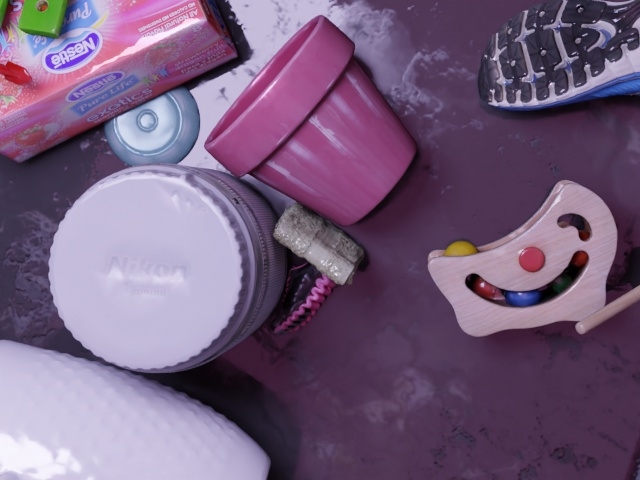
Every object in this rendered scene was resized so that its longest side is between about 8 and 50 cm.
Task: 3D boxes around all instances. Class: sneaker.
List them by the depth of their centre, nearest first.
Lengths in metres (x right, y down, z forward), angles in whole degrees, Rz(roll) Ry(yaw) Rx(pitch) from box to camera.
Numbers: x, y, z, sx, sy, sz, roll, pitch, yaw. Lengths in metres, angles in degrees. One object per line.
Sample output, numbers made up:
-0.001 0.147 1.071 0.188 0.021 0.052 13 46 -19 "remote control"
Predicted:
0.334 -0.194 1.334 0.330 0.147 0.129 -9 64 27 "sneaker"
-0.023 0.058 1.431 0.057 0.047 0.119 42 92 20 "sneaker"

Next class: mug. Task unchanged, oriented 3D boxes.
-0.232 0.280 1.293 0.328 0.374 0.276 15 88 -1 "mug"

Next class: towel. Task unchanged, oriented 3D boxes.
0.000 0.000 1.370 0.110 0.148 0.027 35 105 0 "towel"

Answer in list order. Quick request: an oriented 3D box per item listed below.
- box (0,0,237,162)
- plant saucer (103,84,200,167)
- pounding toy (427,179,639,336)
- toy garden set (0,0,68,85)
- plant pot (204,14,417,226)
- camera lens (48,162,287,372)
-0.269 -0.228 1.384 0.300 0.142 0.154 -24 78 6 "box"
-0.205 -0.143 1.451 0.119 0.021 0.119 0 92 7 "plant saucer"
0.254 0.019 1.338 0.270 0.155 0.154 -10 95 6 "pounding toy"
-0.388 -0.237 1.312 0.244 0.049 0.203 10 80 14 "toy garden set"
0.001 -0.121 1.354 0.180 0.201 0.201 40 95 -12 "plant pot"
-0.158 0.027 1.324 0.219 0.274 0.219 0 92 6 "camera lens"
